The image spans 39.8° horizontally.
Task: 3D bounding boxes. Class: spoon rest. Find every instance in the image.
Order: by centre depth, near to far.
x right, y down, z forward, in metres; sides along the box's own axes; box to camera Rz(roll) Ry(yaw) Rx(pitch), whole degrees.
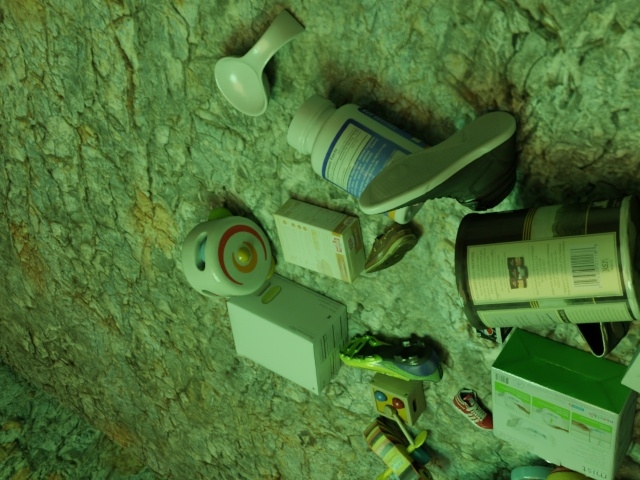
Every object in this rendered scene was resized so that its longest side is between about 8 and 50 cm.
[{"bbox_3d":[-0.129,-0.335,1.720,0.137,0.084,0.276,45,144,-2],"label":"spoon rest"}]

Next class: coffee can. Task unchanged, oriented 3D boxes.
[{"bbox_3d":[0.384,0.041,1.453,0.275,0.201,0.201,-6,124,29],"label":"coffee can"}]

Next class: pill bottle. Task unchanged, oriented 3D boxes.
[{"bbox_3d":[0.078,-0.159,1.641,0.272,0.152,0.152,32,144,16],"label":"pill bottle"}]

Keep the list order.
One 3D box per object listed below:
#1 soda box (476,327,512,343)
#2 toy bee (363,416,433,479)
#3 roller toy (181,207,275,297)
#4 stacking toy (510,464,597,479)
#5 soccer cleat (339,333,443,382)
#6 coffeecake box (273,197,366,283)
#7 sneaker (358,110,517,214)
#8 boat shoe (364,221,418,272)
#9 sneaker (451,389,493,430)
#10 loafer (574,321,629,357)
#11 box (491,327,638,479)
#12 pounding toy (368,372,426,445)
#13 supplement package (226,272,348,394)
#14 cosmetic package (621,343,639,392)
[{"bbox_3d":[0.348,0.113,1.646,0.053,0.169,0.060,14,136,35],"label":"soda box"},{"bbox_3d":[0.232,0.573,2.248,0.298,0.162,0.195,21,96,13],"label":"toy bee"},{"bbox_3d":[-0.218,0.042,2.103,0.146,0.191,0.209,-9,120,47],"label":"roller toy"},{"bbox_3d":[0.584,0.541,1.965,0.279,0.130,0.309,18,149,-9],"label":"stacking toy"},{"bbox_3d":[0.161,0.289,2.081,0.289,0.093,0.121,-2,130,46],"label":"soccer cleat"},{"bbox_3d":[0.000,0.000,1.955,0.185,0.068,0.142,18,138,31],"label":"coffeecake box"},{"bbox_3d":[0.214,-0.088,1.503,0.147,0.295,0.104,64,175,-38],"label":"sneaker"},{"bbox_3d":[0.141,0.015,1.849,0.178,0.064,0.060,-48,59,54],"label":"boat shoe"},{"bbox_3d":[0.359,0.389,2.034,0.118,0.042,0.067,32,147,18],"label":"sneaker"},{"bbox_3d":[0.464,0.092,1.585,0.096,0.084,0.267,-19,112,51],"label":"loafer"},{"bbox_3d":[0.487,0.335,1.780,0.262,0.127,0.231,18,138,31],"label":"box"},{"bbox_3d":[0.191,0.402,2.161,0.130,0.100,0.141,17,137,33],"label":"pounding toy"},{"bbox_3d":[-0.078,0.223,2.198,0.262,0.145,0.204,23,140,26],"label":"supplement package"},{"bbox_3d":[0.696,0.175,1.441,0.284,0.097,0.377,27,142,17],"label":"cosmetic package"}]
